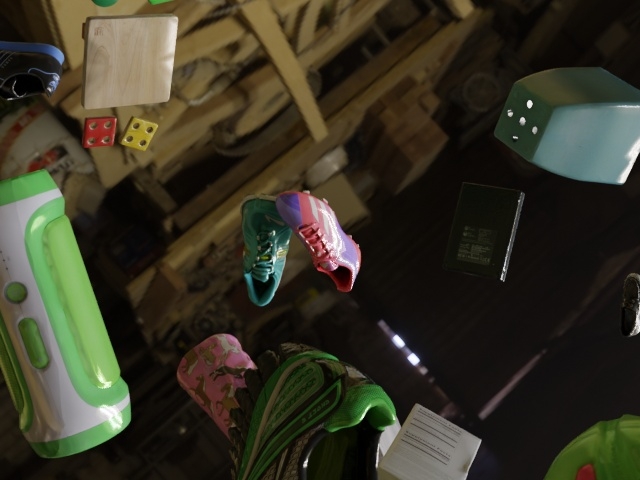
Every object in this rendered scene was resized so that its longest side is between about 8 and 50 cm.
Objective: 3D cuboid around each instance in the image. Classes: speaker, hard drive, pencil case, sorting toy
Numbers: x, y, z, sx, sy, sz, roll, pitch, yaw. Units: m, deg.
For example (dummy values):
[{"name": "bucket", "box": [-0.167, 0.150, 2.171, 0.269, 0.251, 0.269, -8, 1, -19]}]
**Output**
[{"name": "speaker", "box": [-0.305, 0.079, 0.948, 0.131, 0.297, 0.131, -16, -171, 3]}, {"name": "hard drive", "box": [0.241, -0.014, 1.285, 0.022, 0.094, 0.135, 22, 81, -59]}, {"name": "pencil case", "box": [-0.125, 0.351, 1.727, 0.167, 0.386, 0.160, -15, 132, -39]}, {"name": "sorting toy", "box": [-0.278, -0.253, 1.231, 0.132, 0.046, 0.275, -13, 131, -34]}]

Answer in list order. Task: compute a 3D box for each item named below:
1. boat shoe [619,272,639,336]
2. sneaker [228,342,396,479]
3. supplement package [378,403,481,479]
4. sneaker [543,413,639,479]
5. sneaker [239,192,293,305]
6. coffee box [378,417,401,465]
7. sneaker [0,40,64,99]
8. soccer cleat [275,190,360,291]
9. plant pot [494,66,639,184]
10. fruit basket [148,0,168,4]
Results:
[{"name": "boat shoe", "box": [0.666, 0.141, 1.856, 0.040, 0.142, 0.049, -20, -157, -41]}, {"name": "sneaker", "box": [-0.028, 0.268, 0.750, 0.134, 0.344, 0.146, 12, 179, -37]}, {"name": "supplement package", "box": [0.161, 0.404, 1.452, 0.139, 0.133, 0.244, -66, 167, 21]}, {"name": "sneaker", "box": [0.279, 0.350, 0.570, 0.185, 0.483, 0.202, -13, 172, 22]}, {"name": "sneaker", "box": [-0.101, 0.018, 1.619, 0.275, 0.106, 0.110, 93, 3, -51]}, {"name": "coffee box", "box": [0.051, 0.596, 1.938, 0.334, 0.338, 0.338, -24, 177, 9]}, {"name": "sneaker", "box": [-0.568, -0.294, 1.515, 0.232, 0.091, 0.081, 0, 151, 6]}, {"name": "soccer cleat", "box": [0.000, 0.000, 1.556, 0.083, 0.095, 0.248, -13, 144, 26]}, {"name": "plant pot", "box": [0.439, -0.209, 1.542, 0.234, 0.166, 0.166, -2, 124, -33]}, {"name": "fruit basket", "box": [-0.111, -0.482, 1.032, 0.392, 0.283, 0.392, -28, -176, 2]}]
